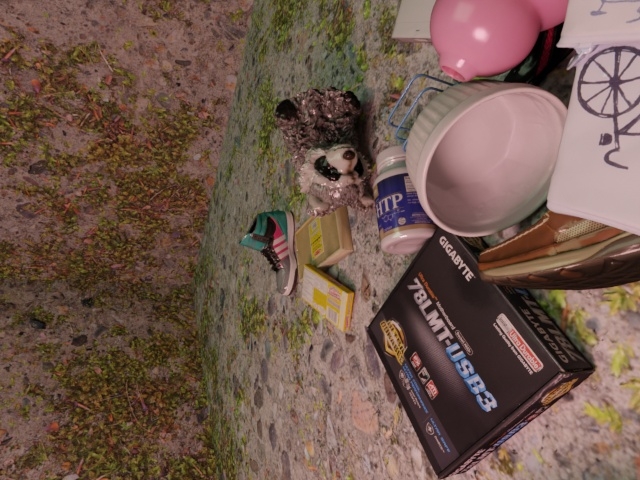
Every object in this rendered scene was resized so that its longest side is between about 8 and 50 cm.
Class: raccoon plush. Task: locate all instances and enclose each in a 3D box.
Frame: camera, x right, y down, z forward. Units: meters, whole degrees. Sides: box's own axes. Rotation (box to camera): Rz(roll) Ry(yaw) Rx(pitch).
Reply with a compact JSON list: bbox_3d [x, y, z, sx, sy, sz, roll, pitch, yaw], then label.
[{"bbox_3d":[0.021,-0.191,1.072,0.446,0.216,0.299,56,-158,-87],"label":"raccoon plush"}]

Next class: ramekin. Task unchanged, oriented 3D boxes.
[{"bbox_3d":[0.217,-0.119,0.563,0.109,0.207,0.207,-108,33,-54],"label":"ramekin"}]

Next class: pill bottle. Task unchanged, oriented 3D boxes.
[{"bbox_3d":[0.157,-0.077,0.766,0.112,0.112,0.186,-38,52,56],"label":"pill bottle"}]

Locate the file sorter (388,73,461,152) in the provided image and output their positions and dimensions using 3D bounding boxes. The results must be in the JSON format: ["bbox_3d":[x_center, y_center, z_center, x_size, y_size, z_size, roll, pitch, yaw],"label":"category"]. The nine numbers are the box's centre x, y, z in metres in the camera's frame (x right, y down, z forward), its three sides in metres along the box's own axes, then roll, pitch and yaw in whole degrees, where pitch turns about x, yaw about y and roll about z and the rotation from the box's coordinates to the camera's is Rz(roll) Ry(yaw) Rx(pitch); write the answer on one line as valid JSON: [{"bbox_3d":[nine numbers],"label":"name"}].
[{"bbox_3d":[0.204,-0.185,0.700,0.118,0.105,0.170,-59,37,42],"label":"file sorter"}]

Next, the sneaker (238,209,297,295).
[{"bbox_3d":[-0.175,0.033,1.334,0.124,0.178,0.295,-37,53,56],"label":"sneaker"}]

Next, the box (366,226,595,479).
[{"bbox_3d":[0.214,0.168,0.658,0.293,0.073,0.295,-65,33,35],"label":"box"}]

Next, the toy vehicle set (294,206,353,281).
[{"bbox_3d":[0.000,0.000,1.149,0.267,0.035,0.166,-41,50,54],"label":"toy vehicle set"}]

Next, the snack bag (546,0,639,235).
[{"bbox_3d":[0.297,-0.133,0.255,0.323,0.037,0.342,-138,44,-57],"label":"snack bag"}]

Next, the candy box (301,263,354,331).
[{"bbox_3d":[0.013,0.144,1.068,0.206,0.027,0.105,30,117,52],"label":"candy box"}]

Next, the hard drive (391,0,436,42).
[{"bbox_3d":[0.242,-0.537,0.760,0.203,0.040,0.307,48,128,56],"label":"hard drive"}]

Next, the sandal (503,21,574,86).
[{"bbox_3d":[0.306,-0.262,0.581,0.179,0.040,0.067,-61,35,39],"label":"sandal"}]

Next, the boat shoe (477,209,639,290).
[{"bbox_3d":[0.324,-0.024,0.437,0.324,0.123,0.119,-26,57,51],"label":"boat shoe"}]

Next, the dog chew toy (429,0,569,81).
[{"bbox_3d":[0.249,-0.347,0.472,0.331,0.207,0.206,-59,33,12],"label":"dog chew toy"}]
